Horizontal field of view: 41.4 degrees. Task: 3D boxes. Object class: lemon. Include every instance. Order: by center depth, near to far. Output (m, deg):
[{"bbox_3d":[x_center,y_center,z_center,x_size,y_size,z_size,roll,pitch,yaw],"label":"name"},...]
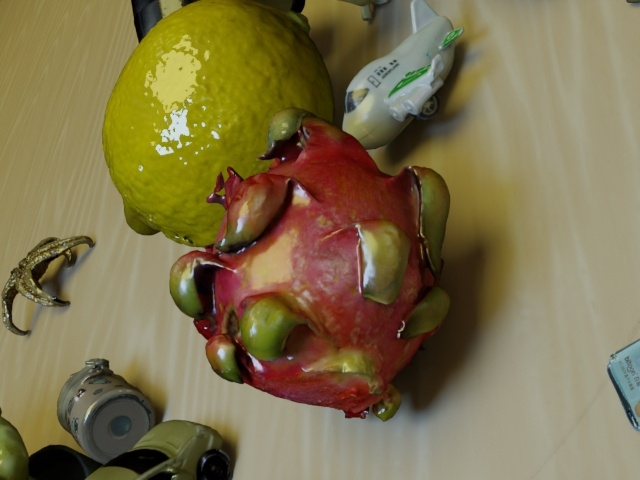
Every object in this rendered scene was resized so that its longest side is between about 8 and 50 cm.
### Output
[{"bbox_3d":[-0.119,-0.130,0.971,0.320,0.245,0.245,-52,34,13],"label":"lemon"}]

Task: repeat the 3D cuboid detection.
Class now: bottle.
[{"bbox_3d":[-0.265,0.199,1.015,0.152,0.099,0.099,16,75,58],"label":"bottle"}]

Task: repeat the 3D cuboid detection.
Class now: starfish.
[{"bbox_3d":[-0.448,0.060,1.373,0.190,0.074,0.146,-40,32,20],"label":"starfish"}]

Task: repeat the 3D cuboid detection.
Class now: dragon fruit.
[{"bbox_3d":[-0.011,0.014,0.740,0.243,0.227,0.307,-52,32,-2],"label":"dragon fruit"}]

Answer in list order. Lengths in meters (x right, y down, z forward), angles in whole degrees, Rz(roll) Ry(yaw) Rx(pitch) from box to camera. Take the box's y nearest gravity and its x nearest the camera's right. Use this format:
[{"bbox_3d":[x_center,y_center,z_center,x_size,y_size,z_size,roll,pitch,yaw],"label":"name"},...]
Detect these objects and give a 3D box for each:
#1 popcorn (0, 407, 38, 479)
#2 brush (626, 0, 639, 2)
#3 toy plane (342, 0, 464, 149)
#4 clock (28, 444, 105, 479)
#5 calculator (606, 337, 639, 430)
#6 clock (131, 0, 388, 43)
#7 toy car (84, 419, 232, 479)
[{"bbox_3d":[-0.462,0.281,0.910,0.312,0.312,0.312,-31,42,32],"label":"popcorn"},{"bbox_3d":[0.343,-0.207,0.660,0.043,0.036,0.248,-56,27,-8],"label":"brush"},{"bbox_3d":[0.082,-0.169,0.890,0.174,0.080,0.174,-41,22,21],"label":"toy plane"},{"bbox_3d":[-0.330,0.394,0.958,0.319,0.066,0.318,-30,43,33],"label":"clock"},{"bbox_3d":[0.231,0.130,0.533,0.057,0.018,0.172,-36,38,24],"label":"calculator"},{"bbox_3d":[-0.066,-0.321,1.062,0.379,0.276,0.120,-12,87,47],"label":"clock"},{"bbox_3d":[-0.187,0.289,0.815,0.101,0.124,0.256,-8,58,46],"label":"toy car"}]
